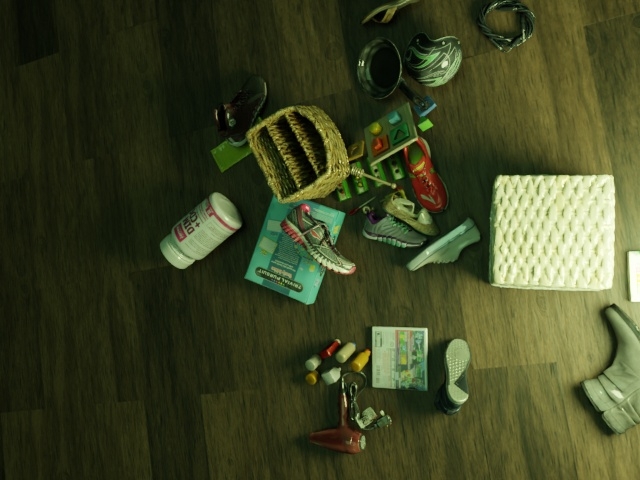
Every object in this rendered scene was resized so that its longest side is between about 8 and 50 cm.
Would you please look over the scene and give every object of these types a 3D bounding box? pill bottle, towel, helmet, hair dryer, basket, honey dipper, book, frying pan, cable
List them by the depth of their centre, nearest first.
[{"bbox_3d":[0.649,-0.016,1.628,0.329,0.266,0.331,2,89,19],"label":"basket"},{"bbox_3d":[0.940,0.104,1.639,0.096,0.035,0.144,-1,85,16],"label":"book"},{"bbox_3d":[0.584,-0.696,1.804,0.150,0.047,0.184,-42,74,13],"label":"cable"},{"bbox_3d":[0.365,-0.576,1.816,0.162,0.169,0.169,39,100,35],"label":"helmet"},{"bbox_3d":[0.243,-0.554,1.856,0.326,0.053,0.197,25,120,42],"label":"frying pan"},{"bbox_3d":[0.177,-0.207,1.883,0.161,0.030,0.030,22,95,19],"label":"honey dipper"},{"bbox_3d":[-0.066,-0.298,1.887,0.213,0.223,0.299,-39,71,42],"label":"basket"},{"bbox_3d":[0.085,0.601,1.911,0.293,0.080,0.223,-42,58,8],"label":"hair dryer"},{"bbox_3d":[-0.437,-0.031,2.074,0.283,0.160,0.160,-38,75,14],"label":"pill bottle"},{"bbox_3d":[-0.297,-0.356,2.118,0.237,0.021,0.102,-31,76,16],"label":"towel"}]

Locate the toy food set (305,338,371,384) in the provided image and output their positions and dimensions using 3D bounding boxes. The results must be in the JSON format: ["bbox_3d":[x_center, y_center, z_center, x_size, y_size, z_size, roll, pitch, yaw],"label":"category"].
[{"bbox_3d":[0.050,0.404,1.925,0.232,0.104,0.111,-30,91,34],"label":"toy food set"}]

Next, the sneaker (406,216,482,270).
[{"bbox_3d":[0.392,0.034,1.809,0.258,0.094,0.091,-36,91,22],"label":"sneaker"}]

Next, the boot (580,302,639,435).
[{"bbox_3d":[0.839,0.368,1.619,0.223,0.118,0.338,-31,73,21],"label":"boot"}]

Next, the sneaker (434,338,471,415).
[{"bbox_3d":[0.411,0.434,1.782,0.086,0.163,0.226,12,50,6],"label":"sneaker"}]

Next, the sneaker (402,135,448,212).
[{"bbox_3d":[0.322,-0.217,1.833,0.107,0.118,0.278,-25,78,18],"label":"sneaker"}]

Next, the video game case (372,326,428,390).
[{"bbox_3d":[0.260,0.386,1.871,0.184,0.023,0.201,-1,85,20],"label":"video game case"}]

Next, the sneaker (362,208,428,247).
[{"bbox_3d":[0.242,-0.040,1.855,0.224,0.083,0.098,11,112,23],"label":"sneaker"}]

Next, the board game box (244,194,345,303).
[{"bbox_3d":[-0.090,0.019,1.989,0.254,0.079,0.335,21,94,19],"label":"board game box"}]

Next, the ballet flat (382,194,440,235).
[{"bbox_3d":[0.299,-0.084,1.833,0.206,0.073,0.067,26,136,1],"label":"ballet flat"}]

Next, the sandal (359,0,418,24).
[{"bbox_3d":[0.238,-0.772,1.928,0.220,0.090,0.060,-18,103,11],"label":"sandal"}]

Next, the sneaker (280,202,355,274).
[{"bbox_3d":[0.000,0.000,1.854,0.299,0.121,0.112,42,99,17],"label":"sneaker"}]

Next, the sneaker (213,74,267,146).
[{"bbox_3d":[-0.292,-0.486,2.033,0.107,0.162,0.281,13,83,29],"label":"sneaker"}]

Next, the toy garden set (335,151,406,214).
[{"bbox_3d":[0.169,-0.180,1.923,0.244,0.049,0.203,-20,80,18],"label":"toy garden set"}]

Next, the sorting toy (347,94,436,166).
[{"bbox_3d":[0.217,-0.354,1.853,0.348,0.047,0.195,-28,45,28],"label":"sorting toy"}]
